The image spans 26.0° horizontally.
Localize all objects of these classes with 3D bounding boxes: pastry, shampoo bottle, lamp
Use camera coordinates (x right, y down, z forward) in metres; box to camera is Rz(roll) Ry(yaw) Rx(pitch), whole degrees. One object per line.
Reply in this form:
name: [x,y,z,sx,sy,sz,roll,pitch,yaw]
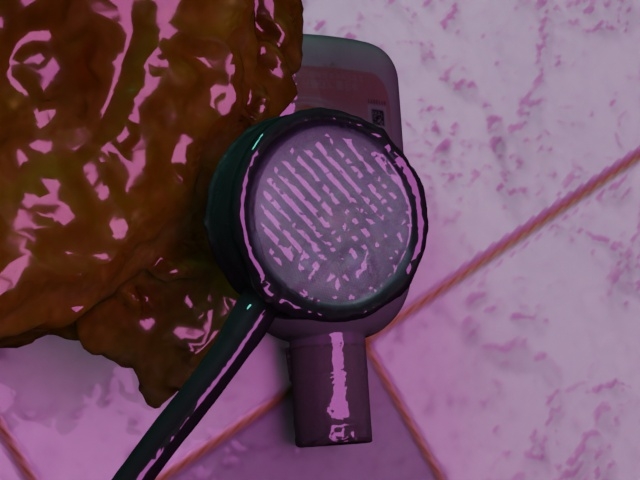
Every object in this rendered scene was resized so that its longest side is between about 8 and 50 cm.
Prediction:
pastry: [-0.128,-0.079,0.471,0.235,0.132,0.240,18,80,-32]
shampoo bottle: [0.000,0.000,0.560,0.080,0.040,0.165,2,78,-29]
lamp: [-0.097,0.121,0.427,0.130,0.108,0.371,26,77,-21]
